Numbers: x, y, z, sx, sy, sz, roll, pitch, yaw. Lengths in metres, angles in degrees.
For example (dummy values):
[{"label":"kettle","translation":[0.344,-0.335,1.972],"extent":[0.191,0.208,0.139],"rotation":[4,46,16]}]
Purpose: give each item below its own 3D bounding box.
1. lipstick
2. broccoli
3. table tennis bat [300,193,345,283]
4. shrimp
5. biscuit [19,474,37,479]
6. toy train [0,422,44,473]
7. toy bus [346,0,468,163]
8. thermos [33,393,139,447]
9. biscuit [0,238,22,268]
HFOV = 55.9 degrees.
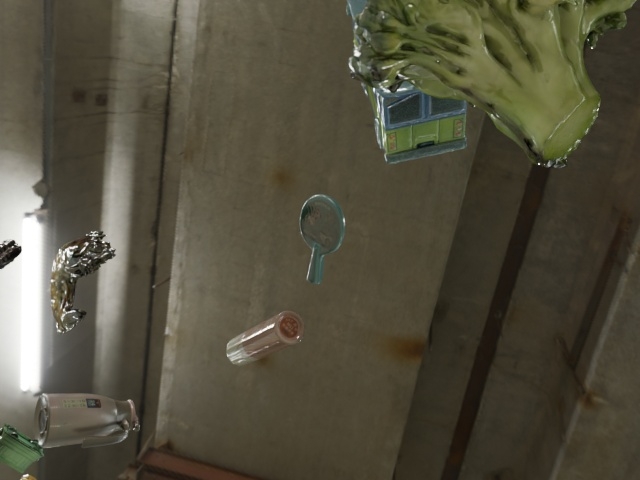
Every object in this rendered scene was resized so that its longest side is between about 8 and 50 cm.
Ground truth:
[{"label":"lipstick","translation":[-0.124,0.216,1.305],"extent":[0.070,0.070,0.254],"rotation":[49,-37,-5]},{"label":"broccoli","translation":[0.184,-0.196,0.592],"extent":[0.288,0.248,0.245],"rotation":[-39,-109,1]},{"label":"table tennis bat","translation":[0.000,0.000,1.291],"extent":[0.124,0.033,0.201],"rotation":[25,-64,38]},{"label":"shrimp","translation":[-0.575,0.105,1.441],"extent":[0.365,0.071,0.233],"rotation":[-13,-108,46]},{"label":"biscuit","translation":[-0.284,0.381,0.708],"extent":[0.029,0.118,0.247],"rotation":[-31,-87,-21]},{"label":"toy train","translation":[-0.543,0.371,1.074],"extent":[0.056,0.038,0.093],"rotation":[-47,-62,-10]},{"label":"toy bus","translation":[0.146,-0.305,1.048],"extent":[0.152,0.312,0.190],"rotation":[-12,-37,2]},{"label":"thermos","translation":[-0.475,0.378,1.250],"extent":[0.193,0.137,0.105],"rotation":[10,-76,-38]},{"label":"biscuit","translation":[-0.763,0.065,1.362],"extent":[0.195,0.194,0.053],"rotation":[-31,-75,18]}]
